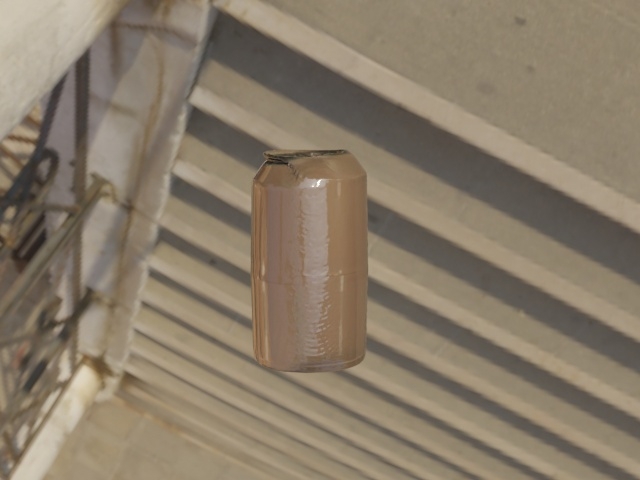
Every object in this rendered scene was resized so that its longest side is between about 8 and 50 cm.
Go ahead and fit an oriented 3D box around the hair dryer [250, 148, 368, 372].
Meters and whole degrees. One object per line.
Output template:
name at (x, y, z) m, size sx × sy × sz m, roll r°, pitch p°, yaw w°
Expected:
hair dryer at (0.000, 0.000, 0.640) m, size 0.064 × 0.182 × 0.117 m, roll 1°, pitch 99°, yaw 6°
